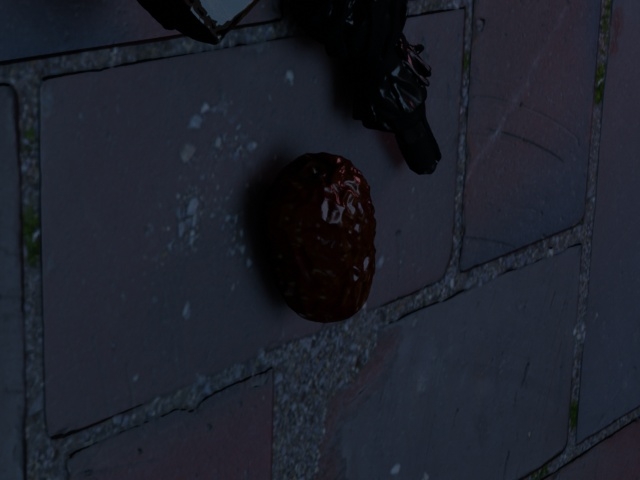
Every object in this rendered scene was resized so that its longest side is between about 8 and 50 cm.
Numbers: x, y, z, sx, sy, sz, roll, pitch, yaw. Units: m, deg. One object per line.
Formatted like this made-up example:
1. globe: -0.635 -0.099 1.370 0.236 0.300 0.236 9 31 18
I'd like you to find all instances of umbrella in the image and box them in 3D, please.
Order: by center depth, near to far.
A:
1. umbrella: 0.061 -0.176 1.582 0.118 0.118 0.340 -61 148 -22

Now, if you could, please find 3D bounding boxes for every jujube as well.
1. jujube: 0.000 0.000 1.543 0.112 0.109 0.176 -16 129 -12

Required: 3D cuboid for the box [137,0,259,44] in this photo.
1. box: -0.044 -0.382 1.184 0.415 0.116 0.264 -49 121 -8
